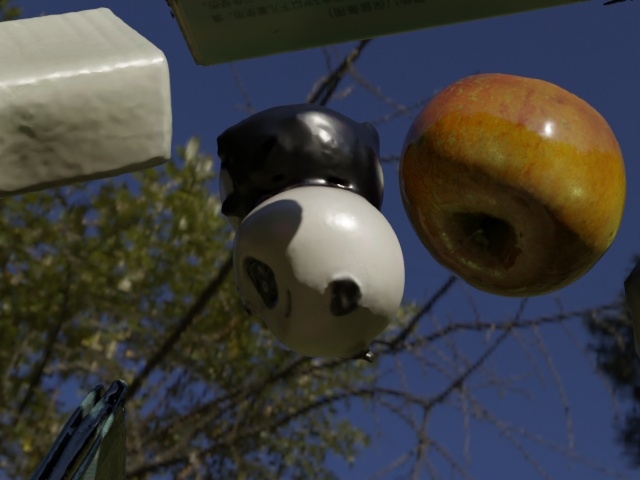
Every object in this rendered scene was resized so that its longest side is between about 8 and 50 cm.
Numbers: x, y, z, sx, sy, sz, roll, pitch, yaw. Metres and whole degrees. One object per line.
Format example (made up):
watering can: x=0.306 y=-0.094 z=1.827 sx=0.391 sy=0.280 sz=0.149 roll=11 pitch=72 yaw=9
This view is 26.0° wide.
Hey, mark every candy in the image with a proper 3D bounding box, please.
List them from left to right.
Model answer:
candy: x=-0.366 y=-0.158 z=1.608 sx=0.359 sy=0.208 sz=0.145 roll=-12 pitch=-55 yaw=-26

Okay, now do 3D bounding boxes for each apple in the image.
apple: x=0.197 y=-0.061 z=1.407 sx=0.237 sy=0.207 sz=0.236 roll=16 pitch=-44 yaw=16

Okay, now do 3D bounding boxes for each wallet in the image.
wallet: x=-0.254 y=0.325 z=1.333 sx=0.075 sy=0.237 sz=0.342 roll=14 pitch=-52 yaw=8

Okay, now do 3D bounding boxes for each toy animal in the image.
toy animal: x=-0.008 y=-0.001 z=1.333 sx=0.165 sy=0.235 sz=0.187 roll=-12 pitch=-32 yaw=4

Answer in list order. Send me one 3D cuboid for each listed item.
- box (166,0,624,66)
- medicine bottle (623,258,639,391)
box: x=0.047 y=-0.189 z=0.816 sx=0.270 sy=0.135 sz=0.079 roll=-9 pitch=-45 yaw=10
medicine bottle: x=0.198 y=0.053 z=0.415 sx=0.239 sy=0.124 sz=0.124 roll=36 pitch=-46 yaw=-24
